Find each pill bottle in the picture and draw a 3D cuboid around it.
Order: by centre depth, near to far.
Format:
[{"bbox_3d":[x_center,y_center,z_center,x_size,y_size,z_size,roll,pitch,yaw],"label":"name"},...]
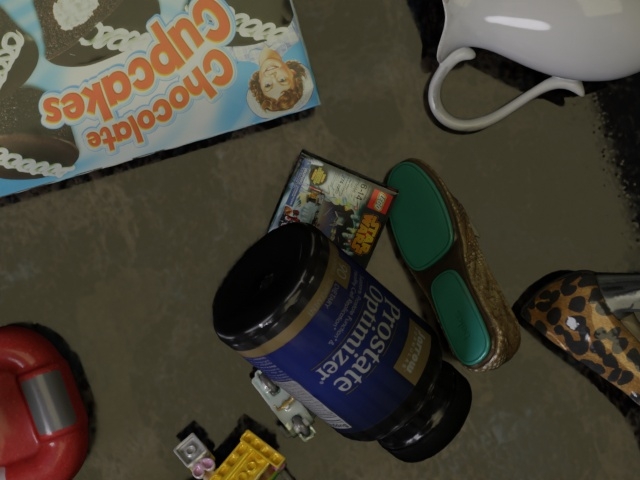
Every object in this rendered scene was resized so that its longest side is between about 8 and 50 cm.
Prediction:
[{"bbox_3d":[0.024,0.092,1.347,0.219,0.123,0.123,40,86,-27],"label":"pill bottle"}]

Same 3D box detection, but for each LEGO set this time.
[{"bbox_3d":[-0.119,0.239,1.392,0.287,0.107,0.132,-31,56,1],"label":"LEGO set"}]

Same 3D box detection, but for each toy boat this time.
[{"bbox_3d":[-0.316,0.169,1.330,0.231,0.151,0.151,-21,90,2],"label":"toy boat"}]

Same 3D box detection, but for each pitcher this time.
[{"bbox_3d":[0.197,-0.180,1.402,0.207,0.125,0.177,3,109,6],"label":"pitcher"}]

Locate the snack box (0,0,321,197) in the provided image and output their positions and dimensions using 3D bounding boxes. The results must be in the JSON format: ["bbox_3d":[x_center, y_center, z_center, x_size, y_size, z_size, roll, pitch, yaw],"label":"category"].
[{"bbox_3d":[-0.178,-0.163,1.382,0.322,0.060,0.187,-17,100,-4],"label":"snack box"}]

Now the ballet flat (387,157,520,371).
[{"bbox_3d":[0.119,0.022,1.407,0.073,0.067,0.206,-33,67,34],"label":"ballet flat"}]

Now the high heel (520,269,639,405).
[{"bbox_3d":[0.278,0.152,1.424,0.186,0.093,0.261,-3,98,14],"label":"high heel"}]

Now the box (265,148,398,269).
[{"bbox_3d":[0.000,0.000,1.406,0.094,0.027,0.137,22,101,-3],"label":"box"}]
